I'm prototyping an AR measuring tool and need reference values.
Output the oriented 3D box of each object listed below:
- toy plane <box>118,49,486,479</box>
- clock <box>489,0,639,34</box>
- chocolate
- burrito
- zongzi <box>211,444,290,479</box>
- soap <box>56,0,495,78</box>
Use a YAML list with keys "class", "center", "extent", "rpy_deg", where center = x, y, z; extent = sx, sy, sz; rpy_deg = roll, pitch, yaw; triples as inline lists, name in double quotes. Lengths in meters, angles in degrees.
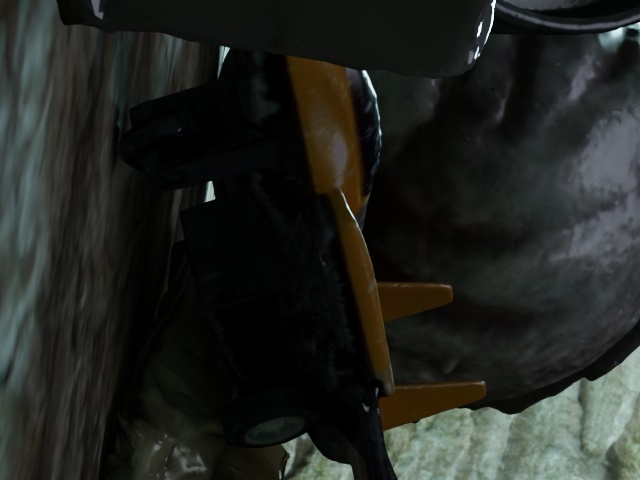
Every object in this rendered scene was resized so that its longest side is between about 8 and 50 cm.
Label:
- class: "toy plane"
  center: [-0.012, 0.004, 0.573]
  extent: [0.316, 0.103, 0.204]
  rpy_deg: [61, 11, -62]
- class: "clock"
  center: [0.112, -0.252, 0.727]
  extent: [0.066, 0.319, 0.319]
  rpy_deg: [21, -75, 53]
- class: "chocolate"
  center: [0.063, -0.060, 0.888]
  extent: [0.213, 0.303, 0.303]
  rpy_deg: [35, 61, -61]
- class: "burrito"
  center: [-0.055, 0.050, 0.688]
  extent: [0.058, 0.063, 0.229]
  rpy_deg: [-36, -165, 25]
- class: "zongzi"
  center: [-0.065, 0.185, 0.758]
  extent: [0.160, 0.078, 0.176]
  rpy_deg: [-28, 130, -85]
- class: "soap"
  center: [0.013, -0.209, 0.395]
  extent: [0.296, 0.107, 0.285]
  rpy_deg: [-81, -178, -69]
